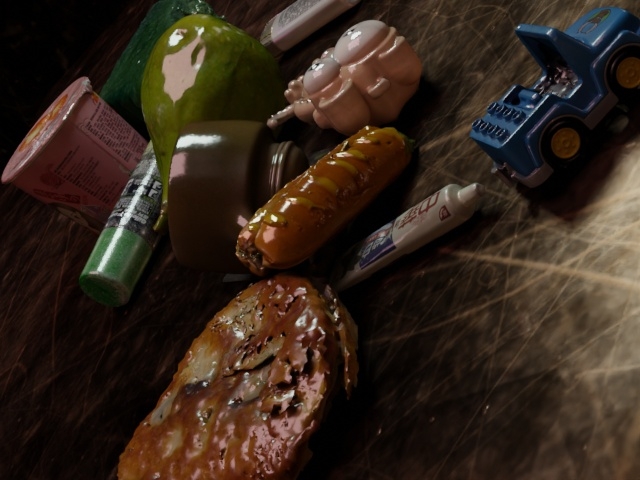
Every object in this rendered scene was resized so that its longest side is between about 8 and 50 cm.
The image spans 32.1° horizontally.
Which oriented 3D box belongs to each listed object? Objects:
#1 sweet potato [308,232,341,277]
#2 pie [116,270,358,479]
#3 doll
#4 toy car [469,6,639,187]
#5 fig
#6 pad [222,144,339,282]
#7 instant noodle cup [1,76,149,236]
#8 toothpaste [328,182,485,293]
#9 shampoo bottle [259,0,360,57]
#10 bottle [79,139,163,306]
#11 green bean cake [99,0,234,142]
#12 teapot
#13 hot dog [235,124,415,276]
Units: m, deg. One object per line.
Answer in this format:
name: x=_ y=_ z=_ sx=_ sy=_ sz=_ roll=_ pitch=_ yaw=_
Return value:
sweet potato: x=0.002 y=0.006 z=1.256 sx=0.038 sy=0.041 sz=0.153 roll=-17 pitch=27 yaw=17
pie: x=-0.070 y=0.155 z=1.109 sx=0.308 sy=0.085 sz=0.308 roll=-37 pitch=27 yaw=23
doll: x=0.026 y=-0.195 z=1.417 sx=0.154 sy=0.119 sz=0.278 roll=-46 pitch=18 yaw=-16
toy car: x=0.208 y=-0.140 z=0.994 sx=0.191 sy=0.100 sz=0.097 roll=-47 pitch=19 yaw=2
fig: x=-0.188 y=-0.170 z=1.658 sx=0.314 sy=0.233 sz=0.233 roll=-57 pitch=22 yaw=0
pad: x=-0.048 y=-0.035 z=1.465 sx=0.143 sy=0.003 sz=0.211 roll=-8 pitch=48 yaw=59
instant noodle cup: x=-0.416 y=-0.137 z=2.036 sx=0.243 sy=0.231 sz=0.243 roll=-41 pitch=25 yaw=24
toothpaste: x=0.080 y=-0.003 z=1.121 sx=0.233 sy=0.038 sz=0.060 roll=-34 pitch=27 yaw=44
shampoo bottle: x=-0.015 y=-0.379 z=1.850 sx=0.227 sy=0.056 sz=0.086 roll=-24 pitch=35 yaw=50
bottle: x=-0.294 y=-0.044 z=1.839 sx=0.093 sy=0.093 sz=0.330 roll=-27 pitch=32 yaw=46
green bean cake: x=-0.270 y=-0.331 z=2.135 sx=0.308 sy=0.169 sz=0.300 roll=-7 pitch=50 yaw=59
teapot: x=-0.075 y=-0.056 z=1.349 sx=0.268 sy=0.175 sz=0.185 roll=-70 pitch=-18 yaw=-63
hot dog: x=0.006 y=-0.049 z=1.218 sx=0.115 sy=0.072 sz=0.269 roll=-30 pitch=10 yaw=48
